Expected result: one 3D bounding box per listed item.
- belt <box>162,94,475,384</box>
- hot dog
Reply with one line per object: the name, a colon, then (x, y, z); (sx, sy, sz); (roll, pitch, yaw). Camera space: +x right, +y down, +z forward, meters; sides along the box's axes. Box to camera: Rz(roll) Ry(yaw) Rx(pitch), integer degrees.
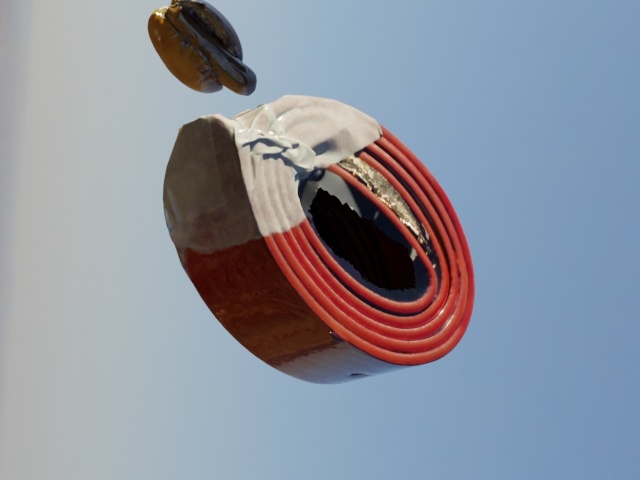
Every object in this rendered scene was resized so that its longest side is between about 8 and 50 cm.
belt: (0.000, 0.000, 1.439); (0.115, 0.324, 0.227); (-19, -131, 41)
hot dog: (-0.134, -0.217, 1.839); (0.140, 0.090, 0.060); (56, -10, -16)
